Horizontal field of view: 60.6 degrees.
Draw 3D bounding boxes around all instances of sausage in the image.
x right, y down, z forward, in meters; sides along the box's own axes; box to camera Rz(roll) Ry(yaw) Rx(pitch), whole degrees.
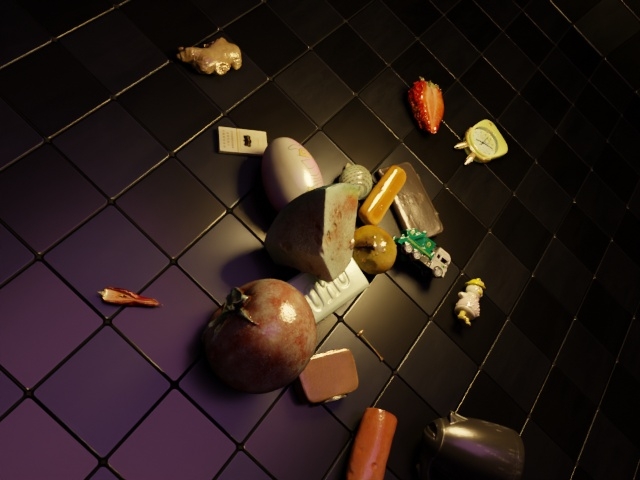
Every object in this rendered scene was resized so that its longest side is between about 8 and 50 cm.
[{"bbox_3d":[0.143,0.628,1.601,0.113,0.113,0.259,30,59,-12],"label":"sausage"}]

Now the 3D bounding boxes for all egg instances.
[{"bbox_3d":[-0.091,-0.203,1.767,0.196,0.196,0.271,0,74,-26],"label":"egg"}]

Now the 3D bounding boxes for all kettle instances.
[{"bbox_3d":[0.438,0.675,1.687,0.290,0.207,0.269,20,90,-11],"label":"kettle"}]

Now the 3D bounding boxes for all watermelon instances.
[{"bbox_3d":[0.000,0.000,1.622,0.228,0.387,0.258,-5,60,-38],"label":"watermelon"}]

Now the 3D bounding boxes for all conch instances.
[{"bbox_3d":[0.133,-0.210,1.935,0.135,0.102,0.153,30,59,-29],"label":"conch"}]

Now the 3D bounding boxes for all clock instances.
[{"bbox_3d":[0.661,-0.398,2.276,0.232,0.069,0.170,-26,84,-30],"label":"clock"}]

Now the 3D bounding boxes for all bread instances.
[{"bbox_3d":[0.218,-0.159,1.943,0.092,0.074,0.239,46,68,-30],"label":"bread"}]

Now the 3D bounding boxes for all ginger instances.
[{"bbox_3d":[-0.375,-0.620,1.867,0.213,0.074,0.137,-23,72,-35],"label":"ginger"}]

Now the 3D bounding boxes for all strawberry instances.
[{"bbox_3d":[0.429,-0.532,2.208,0.174,0.098,0.228,-11,87,-45],"label":"strawberry"}]

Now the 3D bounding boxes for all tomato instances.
[{"bbox_3d":[-0.162,0.253,1.485,0.282,0.316,0.317,48,56,-23],"label":"tomato"}]

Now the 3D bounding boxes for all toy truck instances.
[{"bbox_3d":[0.355,0.037,1.918,0.216,0.110,0.116,36,77,-11],"label":"toy truck"}]

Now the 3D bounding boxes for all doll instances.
[{"bbox_3d":[0.540,0.217,1.969,0.129,0.081,0.207,48,54,-24],"label":"doll"}]

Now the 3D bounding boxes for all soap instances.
[{"bbox_3d":[0.006,0.151,1.725,0.265,0.087,0.160,-31,86,-28],"label":"soap"}]

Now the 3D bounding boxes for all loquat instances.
[{"bbox_3d":[0.178,0.030,1.835,0.172,0.149,0.204,45,22,21],"label":"loquat"}]

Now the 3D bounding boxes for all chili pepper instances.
[{"bbox_3d":[-0.525,0.160,1.513,0.178,0.027,0.045,11,70,-21],"label":"chili pepper"}]

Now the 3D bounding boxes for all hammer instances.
[{"bbox_3d":[0.163,0.342,1.779,0.029,0.014,0.123,-41,93,-23],"label":"hammer"}]

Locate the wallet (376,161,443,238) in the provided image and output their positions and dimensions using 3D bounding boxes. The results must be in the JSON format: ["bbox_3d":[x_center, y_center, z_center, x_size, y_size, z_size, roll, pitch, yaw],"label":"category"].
[{"bbox_3d":[0.331,-0.144,2.034,0.165,0.042,0.310,-19,78,-28],"label":"wallet"}]

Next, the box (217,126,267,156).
[{"bbox_3d":[-0.261,-0.330,1.834,0.166,0.024,0.090,2,70,-25],"label":"box"}]

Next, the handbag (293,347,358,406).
[{"bbox_3d":[0.013,0.412,1.645,0.193,0.072,0.151,-6,73,-29],"label":"handbag"}]
